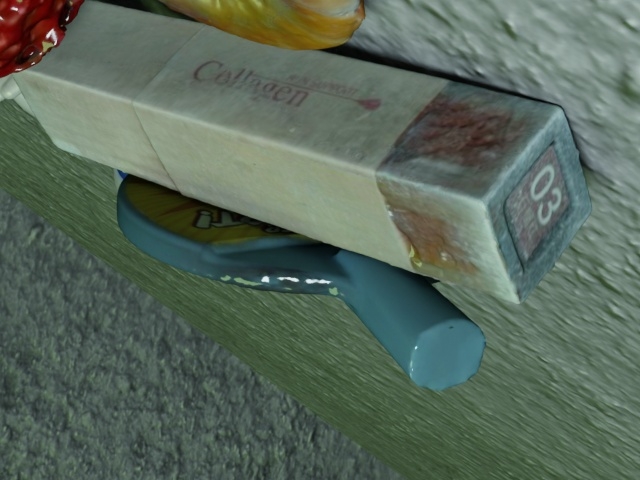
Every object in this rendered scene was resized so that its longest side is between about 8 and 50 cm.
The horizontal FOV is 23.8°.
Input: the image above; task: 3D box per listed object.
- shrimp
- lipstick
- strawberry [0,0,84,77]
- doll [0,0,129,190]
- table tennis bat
[{"bbox_3d":[-0.088,-0.164,0.745,0.248,0.068,0.150,24,162,5],"label":"shrimp"},{"bbox_3d":[-0.028,-0.062,0.856,0.371,0.076,0.080,19,148,39],"label":"lipstick"},{"bbox_3d":[-0.263,-0.142,0.873,0.205,0.244,0.205,32,172,5],"label":"strawberry"},{"bbox_3d":[-0.149,-0.103,1.079,0.293,0.119,0.138,39,-151,-42],"label":"doll"},{"bbox_3d":[0.000,0.000,0.899,0.215,0.044,0.329,-3,-159,-24],"label":"table tennis bat"}]
